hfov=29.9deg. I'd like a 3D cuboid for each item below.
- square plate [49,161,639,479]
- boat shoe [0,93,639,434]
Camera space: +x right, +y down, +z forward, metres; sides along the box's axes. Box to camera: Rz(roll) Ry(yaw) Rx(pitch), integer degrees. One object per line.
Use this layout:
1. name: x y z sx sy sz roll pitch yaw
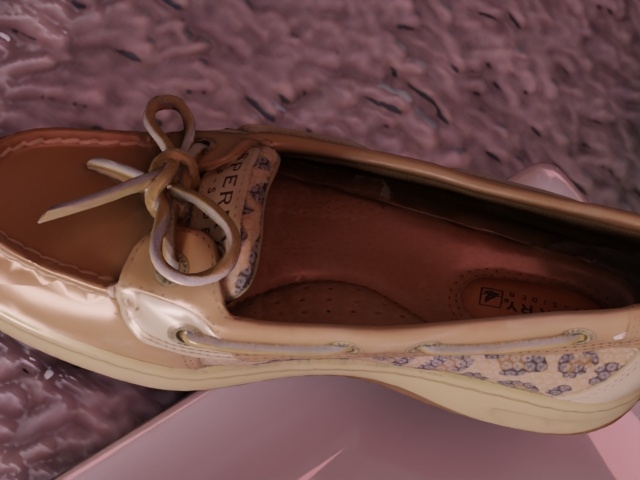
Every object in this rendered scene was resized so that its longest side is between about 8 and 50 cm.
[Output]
1. square plate: 0.070 0.186 0.466 0.344 0.049 0.347 -32 81 -26
2. boat shoe: 0.000 0.000 0.443 0.285 0.089 0.105 8 59 -9
